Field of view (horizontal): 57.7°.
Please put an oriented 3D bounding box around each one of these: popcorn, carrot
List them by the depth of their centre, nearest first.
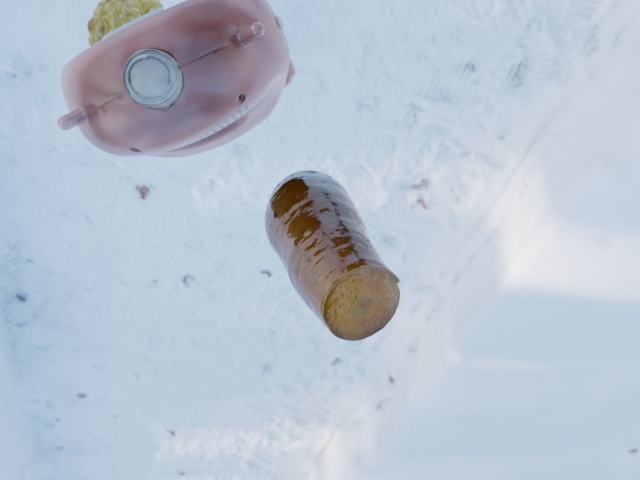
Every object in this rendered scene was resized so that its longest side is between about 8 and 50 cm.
[{"bbox_3d":[0.000,0.000,0.478,0.087,0.193,0.087,-5,116,-10],"label":"carrot"},{"bbox_3d":[-0.364,-0.408,1.146,0.170,0.180,0.180,34,131,-6],"label":"popcorn"}]

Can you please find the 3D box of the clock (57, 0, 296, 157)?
[{"bbox_3d":[-0.134,-0.154,0.581,0.227,0.241,0.142,-24,105,5],"label":"clock"}]
